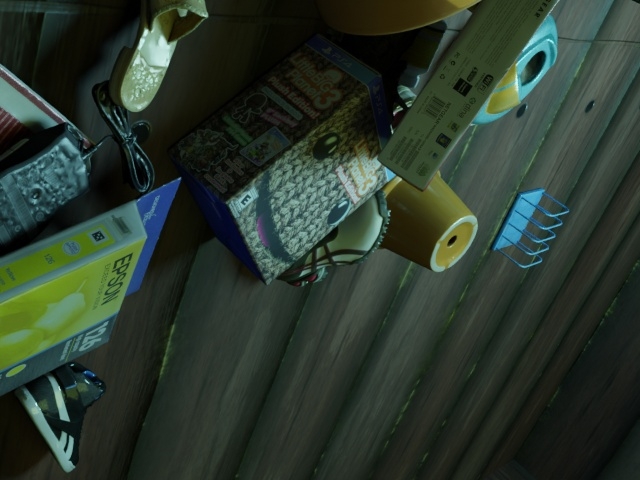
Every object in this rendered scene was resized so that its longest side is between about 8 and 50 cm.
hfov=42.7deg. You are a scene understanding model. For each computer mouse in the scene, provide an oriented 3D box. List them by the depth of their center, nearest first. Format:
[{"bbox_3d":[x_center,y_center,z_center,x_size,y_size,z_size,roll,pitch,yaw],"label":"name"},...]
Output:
[{"bbox_3d":[-0.310,-0.057,0.974,0.262,0.060,0.184,-52,145,-31],"label":"computer mouse"}]

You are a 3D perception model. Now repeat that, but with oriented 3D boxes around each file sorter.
[{"bbox_3d":[0.542,-0.031,2.104,0.118,0.104,0.170,-14,133,-45],"label":"file sorter"}]

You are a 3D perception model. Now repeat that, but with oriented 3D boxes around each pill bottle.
[{"bbox_3d":[0.158,-0.314,1.350,0.065,0.065,0.116,-10,131,-47],"label":"pill bottle"}]

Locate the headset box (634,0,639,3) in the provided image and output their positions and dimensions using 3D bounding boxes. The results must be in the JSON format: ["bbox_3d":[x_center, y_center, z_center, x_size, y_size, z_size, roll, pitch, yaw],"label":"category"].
[{"bbox_3d":[0.696,-0.587,1.566,0.131,0.246,0.283,-12,132,-44],"label":"headset box"}]

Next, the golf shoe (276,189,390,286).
[{"bbox_3d":[0.000,0.000,1.374,0.120,0.105,0.273,11,144,-43],"label":"golf shoe"}]

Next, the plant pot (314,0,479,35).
[{"bbox_3d":[0.093,-0.417,0.985,0.291,0.291,0.203,-41,130,-14],"label":"plant pot"}]

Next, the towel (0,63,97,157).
[{"bbox_3d":[-0.425,-0.039,0.919,0.329,0.037,0.237,-53,148,-7],"label":"towel"}]

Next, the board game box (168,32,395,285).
[{"bbox_3d":[-0.043,-0.118,1.233,0.291,0.141,0.232,-41,148,-13],"label":"board game box"}]

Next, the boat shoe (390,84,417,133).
[{"bbox_3d":[0.107,-0.198,1.416,0.170,0.059,0.063,-45,149,-7],"label":"boat shoe"}]

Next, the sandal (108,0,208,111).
[{"bbox_3d":[-0.164,-0.256,0.944,0.088,0.079,0.240,9,104,-60],"label":"sandal"}]

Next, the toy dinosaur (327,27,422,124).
[{"bbox_3d":[0.112,-0.336,1.253,0.160,0.121,0.313,-14,131,-61],"label":"toy dinosaur"}]

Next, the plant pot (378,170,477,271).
[{"bbox_3d":[0.188,-0.043,1.559,0.205,0.188,0.205,-33,145,-26],"label":"plant pot"}]

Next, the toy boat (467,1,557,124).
[{"bbox_3d":[0.327,-0.335,1.462,0.267,0.148,0.318,-47,149,-4],"label":"toy boat"}]

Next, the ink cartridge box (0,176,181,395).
[{"bbox_3d":[-0.318,0.078,1.033,0.307,0.072,0.303,-26,162,-34],"label":"ink cartridge box"}]

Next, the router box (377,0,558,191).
[{"bbox_3d":[0.230,-0.257,1.192,0.335,0.082,0.301,-57,177,23],"label":"router box"}]

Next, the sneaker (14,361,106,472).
[{"bbox_3d":[-0.383,0.274,1.282,0.121,0.079,0.217,-33,144,-23],"label":"sneaker"}]
